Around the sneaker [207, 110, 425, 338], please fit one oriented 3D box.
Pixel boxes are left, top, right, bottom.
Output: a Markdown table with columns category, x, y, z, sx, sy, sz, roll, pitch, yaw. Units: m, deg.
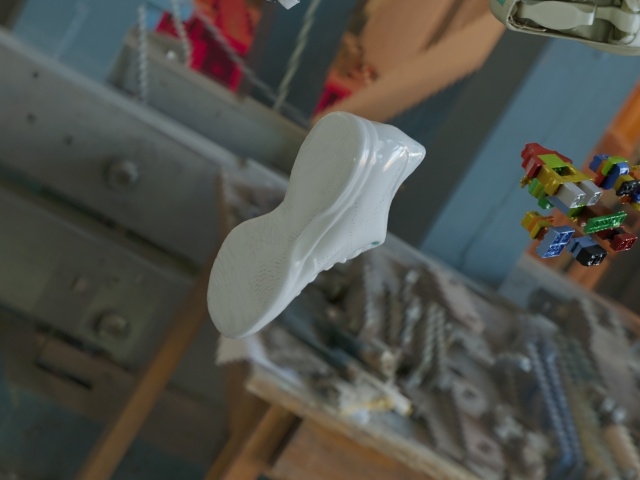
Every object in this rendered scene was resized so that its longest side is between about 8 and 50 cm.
| category | x | y | z | sx | sy | sz | roll | pitch | yaw |
| --- | --- | --- | --- | --- | --- | --- | --- | --- | --- |
| sneaker | 0.000 | 0.000 | 1.143 | 0.094 | 0.212 | 0.080 | 8 | 43 | -41 |

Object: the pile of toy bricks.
| category | x | y | z | sx | sy | sz | roll | pitch | yaw |
| --- | --- | --- | --- | --- | --- | --- | --- | --- | --- |
| pile of toy bricks | 0.249 | -0.049 | 1.558 | 0.212 | 0.118 | 0.105 | -8 | 45 | -49 |

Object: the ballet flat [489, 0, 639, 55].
| category | x | y | z | sx | sy | sz | roll | pitch | yaw |
| --- | --- | --- | --- | --- | --- | --- | --- | --- | --- |
| ballet flat | 0.312 | -0.250 | 1.748 | 0.248 | 0.086 | 0.086 | 6 | 23 | -7 |

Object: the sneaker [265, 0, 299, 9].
| category | x | y | z | sx | sy | sz | roll | pitch | yaw |
| --- | --- | --- | --- | --- | --- | --- | --- | --- | --- |
| sneaker | -0.064 | -0.360 | 1.847 | 0.153 | 0.094 | 0.235 | 45 | 19 | -36 |
